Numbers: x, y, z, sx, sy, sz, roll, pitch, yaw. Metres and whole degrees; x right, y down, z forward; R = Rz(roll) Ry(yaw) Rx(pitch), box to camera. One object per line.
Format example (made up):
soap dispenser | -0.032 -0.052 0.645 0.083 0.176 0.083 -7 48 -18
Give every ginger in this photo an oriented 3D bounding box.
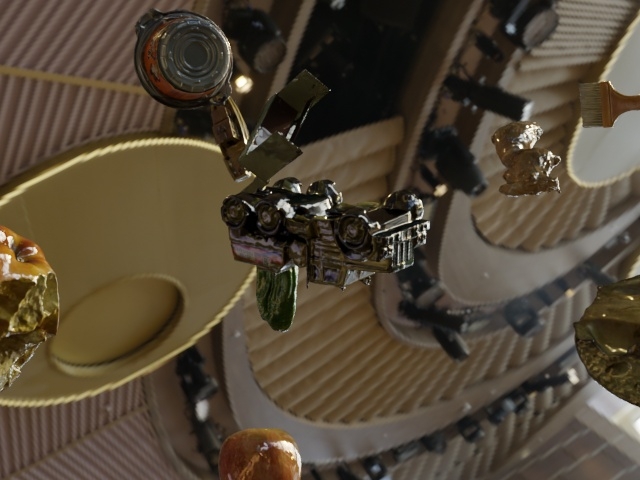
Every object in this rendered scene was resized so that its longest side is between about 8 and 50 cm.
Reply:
ginger | 0.393 -0.166 1.748 0.122 0.290 0.084 -13 -61 14

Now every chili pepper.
chili pepper | -0.088 0.060 1.753 0.074 0.100 0.257 -17 -67 -46

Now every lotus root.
lotus root | 0.497 0.134 1.155 0.210 0.314 0.142 -37 -63 -42

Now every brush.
brush | 0.679 -0.294 1.949 0.013 0.272 0.103 -21 -73 -41

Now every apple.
apple | -0.135 0.512 2.041 0.188 0.174 0.188 -10 -19 -4
apple | -0.330 0.063 0.872 0.156 0.147 0.158 36 -98 -45

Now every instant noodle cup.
instant noodle cup | -0.230 -0.319 1.596 0.208 0.125 0.178 29 -92 -19

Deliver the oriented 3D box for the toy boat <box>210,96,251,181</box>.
toy boat | -0.182 -0.212 1.795 0.064 0.206 0.072 -25 -19 17

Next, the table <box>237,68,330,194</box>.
table | -0.073 -0.160 1.410 0.062 0.146 0.175 37 -41 -19

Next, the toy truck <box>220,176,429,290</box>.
toy truck | 0.001 -0.004 1.129 0.127 0.257 0.127 -18 -72 -50
